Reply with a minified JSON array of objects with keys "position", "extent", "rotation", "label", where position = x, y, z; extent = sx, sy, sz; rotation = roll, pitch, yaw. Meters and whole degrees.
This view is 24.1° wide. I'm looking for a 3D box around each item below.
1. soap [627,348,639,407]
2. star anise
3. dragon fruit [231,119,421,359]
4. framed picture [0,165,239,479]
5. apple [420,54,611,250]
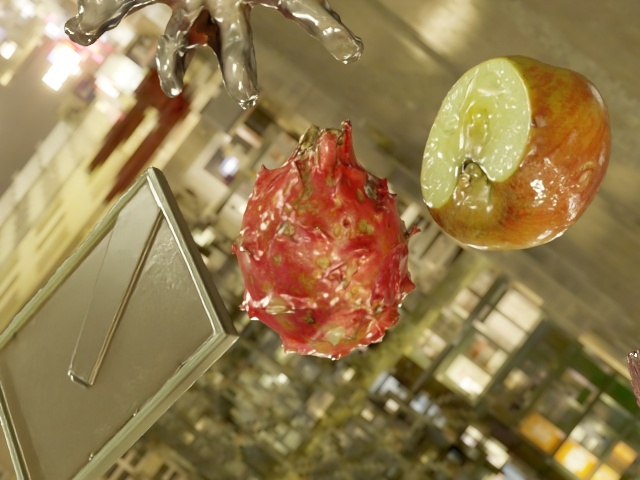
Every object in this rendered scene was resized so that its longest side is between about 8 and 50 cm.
[{"position":[0.217,0.116,0.671],"extent":[0.289,0.112,0.182],"rotation":[50,-157,-81],"label":"soap"},{"position":[-0.066,-0.179,0.817],"extent":[0.257,0.198,0.110],"rotation":[35,-177,1],"label":"star anise"},{"position":[0.000,0.000,1.650],"extent":[0.210,0.268,0.205],"rotation":[5,-162,17],"label":"dragon fruit"},{"position":[-0.185,0.089,1.252],"extent":[0.018,0.265,0.192],"rotation":[17,-143,-45],"label":"framed picture"},{"position":[0.195,-0.079,1.465],"extent":[0.160,0.173,0.195],"rotation":[33,145,-20],"label":"apple"}]
